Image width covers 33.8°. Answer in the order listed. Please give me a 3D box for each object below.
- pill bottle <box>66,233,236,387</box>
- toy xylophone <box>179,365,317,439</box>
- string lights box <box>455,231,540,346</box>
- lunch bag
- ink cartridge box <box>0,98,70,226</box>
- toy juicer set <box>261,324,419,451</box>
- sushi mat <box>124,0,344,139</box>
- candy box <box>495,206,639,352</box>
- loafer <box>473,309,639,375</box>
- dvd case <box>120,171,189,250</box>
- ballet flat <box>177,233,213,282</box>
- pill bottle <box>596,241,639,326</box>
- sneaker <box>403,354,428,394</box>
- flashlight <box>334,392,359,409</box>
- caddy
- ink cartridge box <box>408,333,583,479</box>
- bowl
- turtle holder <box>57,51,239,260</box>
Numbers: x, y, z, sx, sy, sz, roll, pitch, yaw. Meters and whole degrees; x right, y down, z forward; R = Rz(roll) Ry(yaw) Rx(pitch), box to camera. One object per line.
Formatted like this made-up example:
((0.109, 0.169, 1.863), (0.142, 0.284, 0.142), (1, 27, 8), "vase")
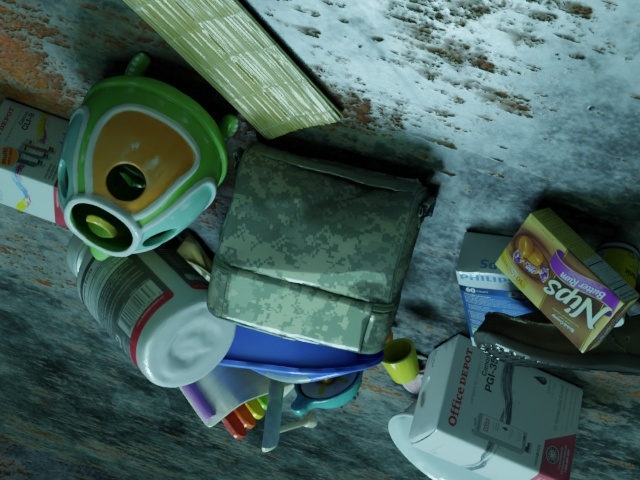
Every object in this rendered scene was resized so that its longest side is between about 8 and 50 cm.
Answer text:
((-0.293, 0.086, 1.744), (0.318, 0.176, 0.176), (39, 169, 39), "pill bottle")
((-0.136, 0.295, 2.056), (0.081, 0.236, 0.322), (-43, 157, 19), "toy xylophone")
((0.305, 0.093, 1.713), (0.133, 0.077, 0.260), (7, 150, 19), "string lights box")
((0.000, 0.000, 1.588), (0.305, 0.213, 0.256), (15, 120, 7), "lunch bag")
((-0.459, -0.124, 1.724), (0.176, 0.128, 0.127), (19, 151, -2), "ink cartridge box")
((0.006, 0.236, 1.949), (0.328, 0.209, 0.090), (-26, 122, -4), "toy juicer set")
((-0.113, -0.247, 1.420), (0.151, 0.019, 0.316), (-7, 142, 40), "sushi mat")
((0.351, 0.056, 1.508), (0.187, 0.053, 0.109), (50, 131, 25), "candy box")
((0.406, 0.137, 1.630), (0.365, 0.130, 0.134), (7, 172, -18), "loafer")
((-0.319, -0.029, 1.857), (0.164, 0.018, 0.221), (47, 149, 1), "dvd case")
((-0.223, 0.070, 1.985), (0.080, 0.073, 0.232), (-1, 146, 35), "ballet flat")
((0.431, 0.066, 1.551), (0.065, 0.116, 0.065), (14, 152, 8), "pill bottle")
((0.196, 0.269, 2.113), (0.070, 0.051, 0.134), (-3, 141, 43), "sneaker")
((-0.035, 0.234, 2.133), (0.103, 0.103, 0.304), (-5, 145, 38), "flashlight")
((-0.054, 0.160, 1.837), (0.341, 0.179, 0.241), (4, -173, 26), "caddy")
((0.332, 0.331, 1.980), (0.283, 0.207, 0.117), (24, 150, -11), "ink cartridge box")
((0.299, 0.408, 2.175), (0.297, 0.134, 0.298), (30, 154, 17), "bowl")
((-0.289, -0.098, 1.549), (0.320, 0.228, 0.243), (-10, 136, 43), "turtle holder")
